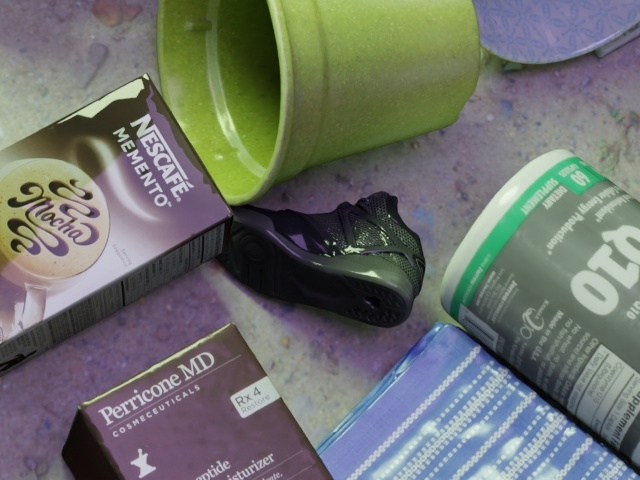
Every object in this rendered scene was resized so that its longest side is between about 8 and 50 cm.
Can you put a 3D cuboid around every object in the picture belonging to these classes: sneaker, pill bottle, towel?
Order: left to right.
[{"bbox_3d":[0.000,0.000,1.779,0.227,0.087,0.130,16,40,13],"label":"sneaker"},{"bbox_3d":[0.159,0.250,1.666,0.243,0.040,0.336,-44,63,-15],"label":"towel"},{"bbox_3d":[0.310,0.093,1.706,0.361,0.204,0.204,39,65,18],"label":"pill bottle"}]

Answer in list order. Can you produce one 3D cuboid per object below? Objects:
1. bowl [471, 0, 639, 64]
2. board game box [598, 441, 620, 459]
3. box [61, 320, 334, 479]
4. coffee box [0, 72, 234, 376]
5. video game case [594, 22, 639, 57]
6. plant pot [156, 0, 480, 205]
[{"bbox_3d":[0.241,-0.346,1.875,0.289,0.289,0.156,-12,47,-18],"label":"bowl"},{"bbox_3d":[0.299,0.386,1.679,0.316,0.064,0.242,44,74,8],"label":"board game box"},{"bbox_3d":[-0.108,0.218,1.616,0.168,0.167,0.203,-29,78,-22],"label":"box"},{"bbox_3d":[-0.249,-0.005,1.673,0.297,0.119,0.168,-30,78,-12],"label":"coffee box"},{"bbox_3d":[0.333,-0.297,2.005,0.157,0.019,0.143,-30,79,-22],"label":"video game case"},{"bbox_3d":[0.009,-0.186,1.771,0.254,0.276,0.276,-9,71,-28],"label":"plant pot"}]
